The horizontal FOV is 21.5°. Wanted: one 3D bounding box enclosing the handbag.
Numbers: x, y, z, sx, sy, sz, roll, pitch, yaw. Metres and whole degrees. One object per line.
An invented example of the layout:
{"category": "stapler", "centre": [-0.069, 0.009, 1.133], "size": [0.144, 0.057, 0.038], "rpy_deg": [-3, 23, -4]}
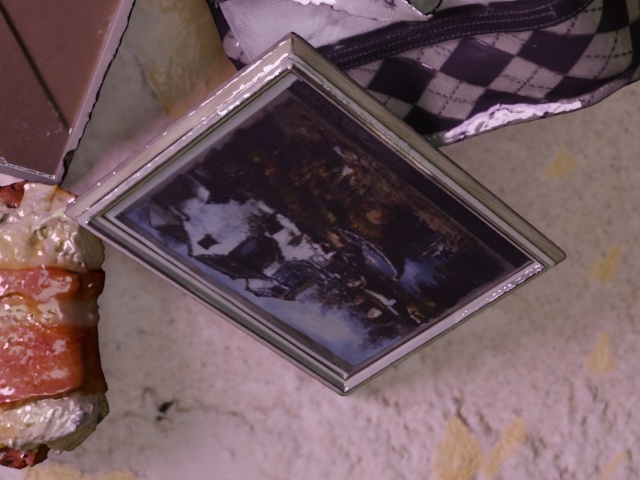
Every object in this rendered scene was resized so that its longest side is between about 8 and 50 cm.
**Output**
{"category": "handbag", "centre": [-0.005, -0.246, 1.113], "size": [0.317, 0.180, 0.416], "rpy_deg": [-16, 129, 30]}

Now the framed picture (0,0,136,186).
{"category": "framed picture", "centre": [-0.240, -0.155, 1.147], "size": [0.211, 0.020, 0.289], "rpy_deg": [16, 137, -13]}

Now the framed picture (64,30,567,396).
{"category": "framed picture", "centre": [0.000, 0.000, 1.212], "size": [0.232, 0.019, 0.296], "rpy_deg": [-35, 126, 29]}

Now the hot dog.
{"category": "hot dog", "centre": [-0.222, 0.061, 1.242], "size": [0.146, 0.103, 0.213], "rpy_deg": [4, 84, 1]}
